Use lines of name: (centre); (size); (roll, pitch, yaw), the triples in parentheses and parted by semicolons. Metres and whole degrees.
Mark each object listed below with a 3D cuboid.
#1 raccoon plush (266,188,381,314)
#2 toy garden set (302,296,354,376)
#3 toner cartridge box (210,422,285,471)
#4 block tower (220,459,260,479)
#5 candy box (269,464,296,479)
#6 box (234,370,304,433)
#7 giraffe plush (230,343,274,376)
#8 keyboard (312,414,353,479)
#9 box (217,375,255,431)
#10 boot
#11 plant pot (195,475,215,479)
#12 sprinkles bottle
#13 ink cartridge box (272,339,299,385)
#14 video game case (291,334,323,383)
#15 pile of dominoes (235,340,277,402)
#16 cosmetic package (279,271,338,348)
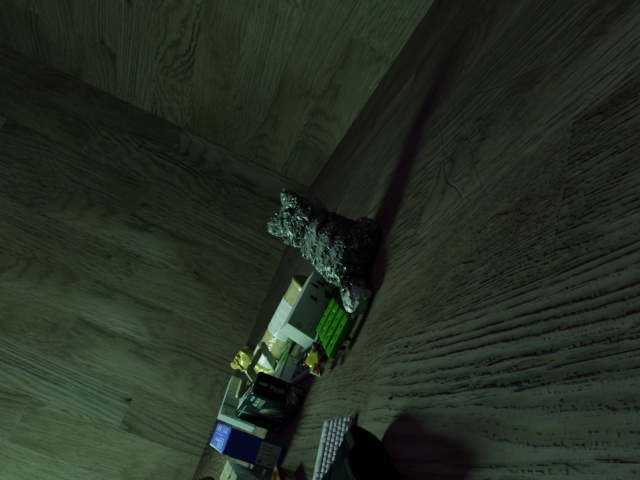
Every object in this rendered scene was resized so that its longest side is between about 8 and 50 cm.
raccoon plush: (0.000, 0.000, 1.522); (0.216, 0.299, 0.446); (-64, 9, 10)
toy garden set: (0.026, 0.275, 1.463); (0.203, 0.049, 0.244); (-63, 9, 3)
toner cartridge box: (-0.227, 0.615, 1.649); (0.348, 0.165, 0.075); (134, 158, -68)
block tower: (-0.237, 0.734, 1.627); (0.335, 0.097, 0.090); (135, 158, -72)
candy box: (-0.115, 0.638, 1.281); (0.109, 0.053, 0.186); (178, 115, -80)
box: (-0.152, 0.480, 1.620); (0.180, 0.147, 0.077); (-56, 13, 44)
giraffe plush: (-0.261, 0.484, 2.184); (0.181, 0.171, 0.210); (-63, 9, 15)
keyboard: (0.014, 0.448, 1.037); (0.072, 0.014, 0.256); (-18, 35, 28)
box: (-0.304, 0.630, 2.130); (0.038, 0.145, 0.186); (-58, 12, 35)
boot: (0.032, 0.420, 0.845); (0.207, 0.094, 0.246); (-62, 2, 0)
plant pot: (-0.317, 0.762, 1.326); (0.236, 0.267, 0.267); (-16, 80, 53)
sprinkles bottle: (-0.121, 0.300, 2.014); (0.355, 0.121, 0.121); (-63, 9, 16)
ink cartridge box: (-0.113, 0.436, 1.788); (0.109, 0.062, 0.209); (-53, 15, 56)
video game case: (-0.029, 0.340, 1.690); (0.190, 0.022, 0.173); (-51, 16, 56)
pile of dominoes: (-0.206, 0.473, 1.804); (0.196, 0.040, 0.251); (-59, -36, -33)
cosmetic package: (-0.031, 0.207, 1.685); (0.060, 0.099, 0.239); (-54, 5, 42)
